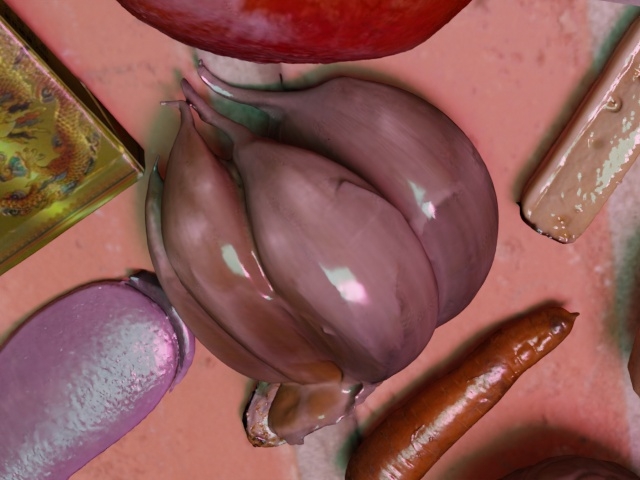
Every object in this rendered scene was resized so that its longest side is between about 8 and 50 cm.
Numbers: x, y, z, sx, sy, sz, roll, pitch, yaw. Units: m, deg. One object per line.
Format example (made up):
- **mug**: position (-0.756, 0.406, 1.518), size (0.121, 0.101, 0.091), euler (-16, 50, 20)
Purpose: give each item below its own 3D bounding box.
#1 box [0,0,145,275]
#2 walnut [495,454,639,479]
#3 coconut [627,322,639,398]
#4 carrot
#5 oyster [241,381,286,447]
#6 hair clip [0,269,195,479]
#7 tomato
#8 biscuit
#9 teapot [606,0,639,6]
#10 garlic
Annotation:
- **box**: position (-0.283, -0.110, 0.875), size (0.173, 0.043, 0.311), euler (-34, 123, 12)
- **walnut**: position (0.211, 0.285, 1.047), size (0.224, 0.224, 0.224), euler (-2, 117, -4)
- **coconut**: position (0.349, 0.100, 0.963), size (0.197, 0.237, 0.237), euler (-14, 124, -38)
- **carrot**: position (0.112, 0.133, 1.048), size (0.248, 0.059, 0.059), euler (-44, 112, 12)
- **oyster**: position (-0.038, 0.141, 1.057), size (0.054, 0.019, 0.083), euler (19, 111, -15)
- **hair clip**: position (-0.233, 0.168, 1.029), size (0.095, 0.110, 0.359), euler (9, 119, -55)
- **tomato**: position (-0.006, -0.213, 0.797), size (0.308, 0.170, 0.309), euler (-1, 117, -2)
- **biscuit**: position (0.215, -0.085, 0.947), size (0.056, 0.052, 0.188), euler (31, 111, -1)
- **teapot**: position (0.246, -0.233, 0.814), size (0.178, 0.163, 0.222), euler (15, 115, -17)
- **garlic**: position (0.000, 0.000, 0.942), size (0.237, 0.210, 0.292), euler (4, 125, 33)
